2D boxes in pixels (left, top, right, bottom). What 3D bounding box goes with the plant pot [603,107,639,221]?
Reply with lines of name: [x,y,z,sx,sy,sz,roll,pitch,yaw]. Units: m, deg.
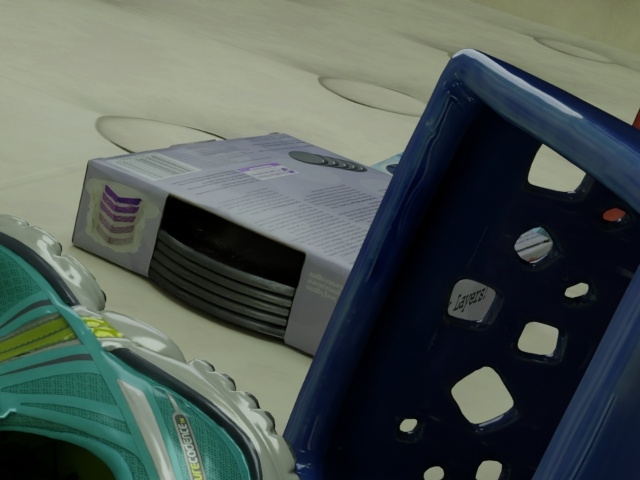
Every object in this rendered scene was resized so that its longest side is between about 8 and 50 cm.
plant pot: [0.410,-0.103,1.376,0.272,0.265,0.272,15,16,-4]

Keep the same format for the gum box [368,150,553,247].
gum box: [0.114,-0.024,1.243,0.157,0.041,0.184,20,16,16]

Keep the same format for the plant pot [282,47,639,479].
plant pot: [0.134,0.079,0.611,0.212,0.236,0.236,17,16,-19]

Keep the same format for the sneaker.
sneaker: [-0.133,0.066,0.632,0.275,0.107,0.110,26,29,32]

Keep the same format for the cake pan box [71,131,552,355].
cake pan box: [0.000,0.000,1.018,0.246,0.070,0.267,21,17,24]
